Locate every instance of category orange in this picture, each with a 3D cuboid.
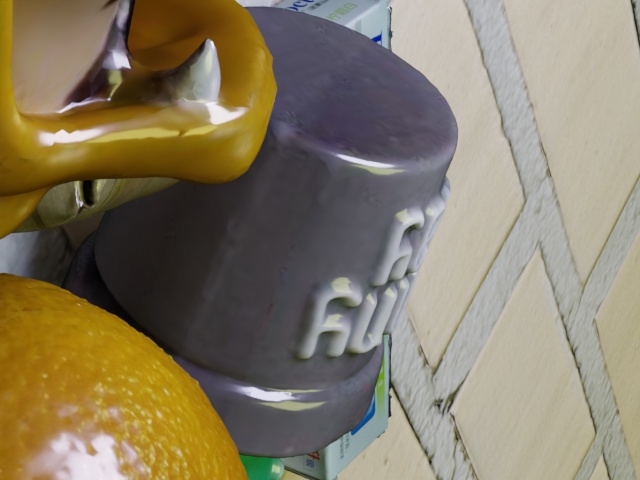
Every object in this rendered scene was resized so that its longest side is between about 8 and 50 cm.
[{"bbox_3d":[-0.160,0.151,0.871,0.274,0.274,0.274,-38,137,-47],"label":"orange"}]

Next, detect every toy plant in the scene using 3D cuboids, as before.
[{"bbox_3d":[-0.061,0.081,1.087,0.185,0.279,0.400,6,125,-26],"label":"toy plant"}]

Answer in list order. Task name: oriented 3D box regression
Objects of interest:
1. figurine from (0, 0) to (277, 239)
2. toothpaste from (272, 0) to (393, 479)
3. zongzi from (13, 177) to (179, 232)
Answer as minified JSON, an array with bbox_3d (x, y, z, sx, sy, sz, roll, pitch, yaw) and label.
[{"bbox_3d":[-0.180,-0.171,0.518,0.268,0.401,0.387,-54,150,-45],"label":"figurine"},{"bbox_3d":[0.000,0.000,1.281,0.081,0.067,0.336,-40,138,-45],"label":"toothpaste"},{"bbox_3d":[-0.106,-0.101,0.820,0.189,0.081,0.178,-27,106,-71],"label":"zongzi"}]
